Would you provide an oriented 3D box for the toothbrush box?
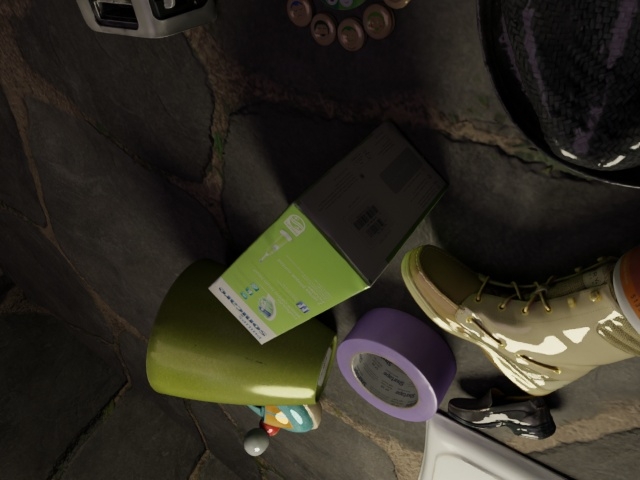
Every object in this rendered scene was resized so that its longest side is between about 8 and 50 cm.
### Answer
[{"bbox_3d":[0.000,0.000,0.642,0.122,0.206,0.283,48,141,-4],"label":"toothbrush box"}]

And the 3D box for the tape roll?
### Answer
[{"bbox_3d":[0.127,0.212,0.820,0.189,0.080,0.189,25,138,25],"label":"tape roll"}]

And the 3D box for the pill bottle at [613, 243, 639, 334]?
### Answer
[{"bbox_3d":[0.365,0.010,0.383,0.121,0.121,0.216,40,142,7],"label":"pill bottle"}]

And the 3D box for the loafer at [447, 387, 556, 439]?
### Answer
[{"bbox_3d":[0.276,0.259,0.753,0.170,0.062,0.061,-9,95,43],"label":"loafer"}]

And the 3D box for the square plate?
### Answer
[{"bbox_3d":[0.344,0.509,0.915,0.344,0.049,0.347,21,136,28],"label":"square plate"}]

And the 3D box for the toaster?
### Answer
[{"bbox_3d":[-0.242,-0.362,0.613,0.186,0.110,0.168,20,135,29],"label":"toaster"}]

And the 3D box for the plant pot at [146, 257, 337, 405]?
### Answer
[{"bbox_3d":[-0.127,0.204,0.928,0.294,0.274,0.274,15,135,13],"label":"plant pot"}]

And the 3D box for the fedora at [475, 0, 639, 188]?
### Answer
[{"bbox_3d":[0.213,-0.167,0.308,0.334,0.152,0.334,28,135,33],"label":"fedora"}]

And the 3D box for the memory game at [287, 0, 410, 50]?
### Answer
[{"bbox_3d":[0.018,-0.296,0.513,0.186,0.012,0.186,25,138,25],"label":"memory game"}]

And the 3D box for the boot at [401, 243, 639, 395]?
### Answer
[{"bbox_3d":[0.242,0.065,0.567,0.262,0.095,0.203,42,143,2],"label":"boot"}]

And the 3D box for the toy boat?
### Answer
[{"bbox_3d":[-0.129,0.412,1.180,0.267,0.148,0.318,29,139,20],"label":"toy boat"}]
